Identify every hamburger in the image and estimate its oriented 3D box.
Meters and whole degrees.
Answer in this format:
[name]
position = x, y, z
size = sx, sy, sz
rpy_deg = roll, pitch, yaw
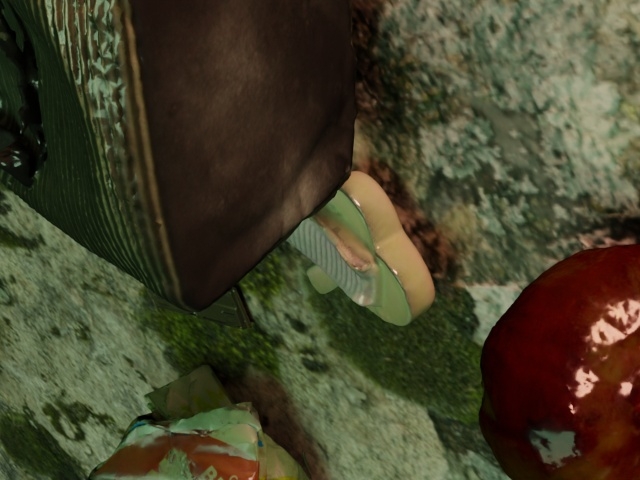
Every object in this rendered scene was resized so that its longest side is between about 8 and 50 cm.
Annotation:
[hamburger]
position = -0.118, 0.242, 1.424
size = 0.276, 0.150, 0.260
rpy_deg = -15, 133, 36

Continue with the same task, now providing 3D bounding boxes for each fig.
[fig]
position = 0.167, 0.119, 0.922
size = 0.190, 0.190, 0.290
rpy_deg = 48, 146, -4

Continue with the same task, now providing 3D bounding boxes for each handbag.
[handbag]
position = -0.119, -0.150, 0.879
size = 0.240, 0.247, 0.340
rpy_deg = 20, 136, 32

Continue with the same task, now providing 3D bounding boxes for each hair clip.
[hair clip]
position = 0.001, 0.001, 1.077
size = 0.218, 0.071, 0.159
rpy_deg = 33, 151, 28

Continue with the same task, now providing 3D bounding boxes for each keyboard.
[keyboard]
position = -0.119, 0.053, 1.316
size = 0.129, 0.015, 0.049
rpy_deg = 11, 129, 41
